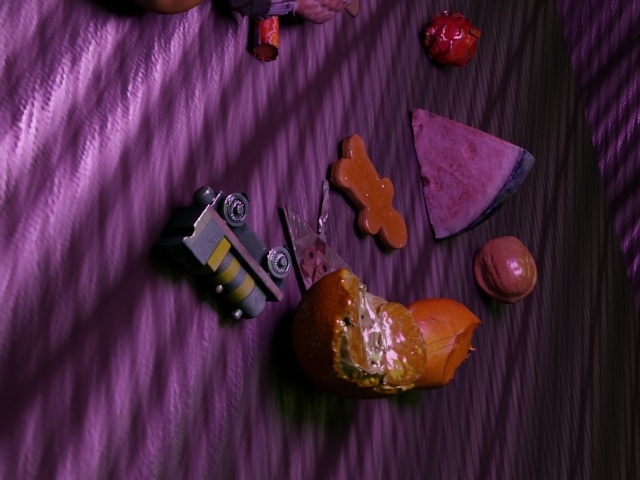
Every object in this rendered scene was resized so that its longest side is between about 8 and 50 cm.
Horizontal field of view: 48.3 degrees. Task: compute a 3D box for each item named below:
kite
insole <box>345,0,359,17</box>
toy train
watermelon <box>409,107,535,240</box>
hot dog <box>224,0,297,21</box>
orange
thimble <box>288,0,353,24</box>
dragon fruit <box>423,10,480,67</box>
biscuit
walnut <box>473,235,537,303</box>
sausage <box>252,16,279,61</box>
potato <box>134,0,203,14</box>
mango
[{"bbox_3d":[0.001,0.000,1.219,0.229,0.012,0.249,44,45,-42],"label":"kite"},{"bbox_3d":[0.072,-0.584,1.545,0.086,0.005,0.253,34,52,-44],"label":"insole"},{"bbox_3d":[-0.124,0.024,0.980,0.200,0.083,0.132,52,51,-30],"label":"toy train"},{"bbox_3d":[0.352,-0.186,1.586,0.292,0.251,0.283,67,30,-17],"label":"watermelon"},{"bbox_3d":[-0.123,-0.465,1.082,0.082,0.163,0.270,-37,109,-37],"label":"hot dog"},{"bbox_3d":[0.046,0.149,1.094,0.237,0.159,0.179,30,51,-47],"label":"orange"},{"bbox_3d":[-0.016,-0.484,1.227,0.196,0.148,0.229,55,21,-1],"label":"thimble"},{"bbox_3d":[0.330,-0.495,1.768,0.166,0.133,0.136,31,46,-44],"label":"dragon fruit"},{"bbox_3d":[0.095,-0.078,1.360,0.240,0.035,0.158,56,41,-25],"label":"biscuit"},{"bbox_3d":[0.443,0.071,1.714,0.166,0.149,0.166,-5,90,-89],"label":"walnut"},{"bbox_3d":[-0.090,-0.373,1.201,0.050,0.048,0.145,24,55,-46],"label":"sausage"},{"bbox_3d":[-0.211,-0.407,0.948,0.197,0.149,0.228,43,45,-56],"label":"potato"},{"bbox_3d":[0.196,0.191,1.327,0.252,0.126,0.153,-21,106,-49],"label":"mango"}]
